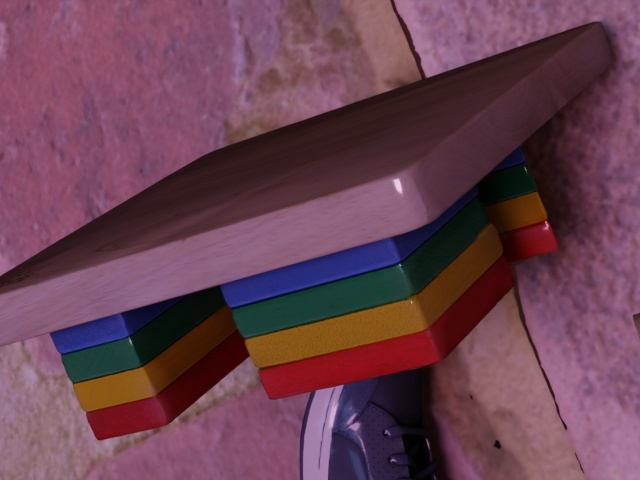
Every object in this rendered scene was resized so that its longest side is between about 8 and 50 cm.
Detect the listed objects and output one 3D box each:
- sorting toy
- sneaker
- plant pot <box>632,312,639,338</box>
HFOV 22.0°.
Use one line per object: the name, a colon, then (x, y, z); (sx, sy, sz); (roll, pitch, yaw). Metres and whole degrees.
sorting toy: (0.000, 0.000, 0.802); (0.257, 0.255, 0.089); (-16, 102, 32)
sneaker: (0.068, 0.150, 0.828); (0.163, 0.086, 0.226); (8, 88, 30)
plant pot: (0.208, 0.080, 0.733); (0.095, 0.134, 0.134); (-21, 74, 10)
